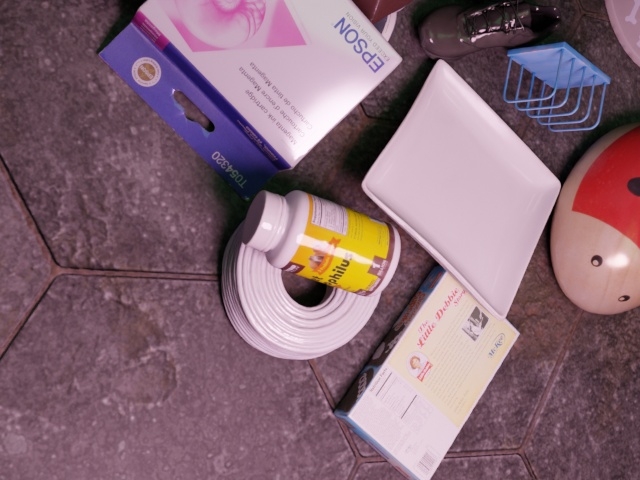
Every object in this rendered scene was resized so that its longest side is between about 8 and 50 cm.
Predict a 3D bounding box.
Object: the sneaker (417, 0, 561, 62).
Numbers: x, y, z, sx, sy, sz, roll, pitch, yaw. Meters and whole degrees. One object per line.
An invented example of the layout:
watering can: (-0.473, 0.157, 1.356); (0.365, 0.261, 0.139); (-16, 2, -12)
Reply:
sneaker: (0.307, -0.392, 1.480); (0.286, 0.130, 0.109); (-14, 92, -25)

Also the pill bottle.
pill bottle: (0.000, 0.000, 1.194); (0.215, 0.117, 0.117); (19, 76, -21)

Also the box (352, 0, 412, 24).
box: (0.099, -0.494, 1.310); (0.167, 0.203, 0.168); (42, 54, 14)

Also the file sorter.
file sorter: (0.431, -0.277, 1.509); (0.170, 0.118, 0.104); (19, 81, -42)

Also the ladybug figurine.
ladybug figurine: (0.617, -0.056, 1.567); (0.305, 0.162, 0.449); (45, 67, -17)

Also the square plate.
square plate: (0.250, -0.091, 1.432); (0.344, 0.049, 0.347); (42, 55, -15)

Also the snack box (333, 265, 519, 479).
snack box: (0.186, 0.221, 1.388); (0.187, 0.060, 0.322); (44, 68, -15)

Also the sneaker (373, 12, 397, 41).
sneaker: (0.029, -0.352, 1.365); (0.163, 0.086, 0.226); (28, 74, -23)

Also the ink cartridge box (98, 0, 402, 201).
ink cartridge box: (-0.103, -0.276, 1.231); (0.330, 0.071, 0.324); (-45, 105, 2)

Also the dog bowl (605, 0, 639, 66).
dog bowl: (0.762, -0.516, 1.729); (0.349, 0.102, 0.348); (3, 82, -25)

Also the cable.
cable: (-0.026, 0.059, 1.289); (0.257, 0.089, 0.257); (17, 77, -23)
